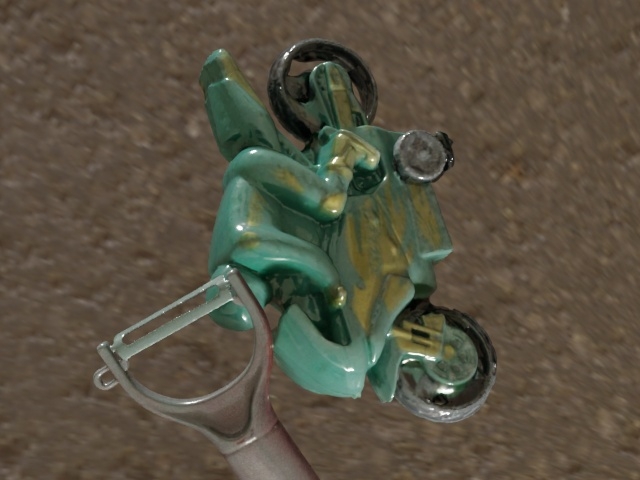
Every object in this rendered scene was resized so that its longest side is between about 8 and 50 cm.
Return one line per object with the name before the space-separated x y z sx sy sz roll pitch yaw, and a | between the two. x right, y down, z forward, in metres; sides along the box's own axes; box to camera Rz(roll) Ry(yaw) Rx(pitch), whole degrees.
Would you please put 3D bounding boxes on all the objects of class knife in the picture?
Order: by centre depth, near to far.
knife | -0.034 0.160 1.286 0.123 0.053 0.278 -28 109 16

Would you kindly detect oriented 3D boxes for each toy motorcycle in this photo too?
toy motorcycle | -0.001 -0.002 1.357 0.198 0.109 0.296 -9 71 -27
